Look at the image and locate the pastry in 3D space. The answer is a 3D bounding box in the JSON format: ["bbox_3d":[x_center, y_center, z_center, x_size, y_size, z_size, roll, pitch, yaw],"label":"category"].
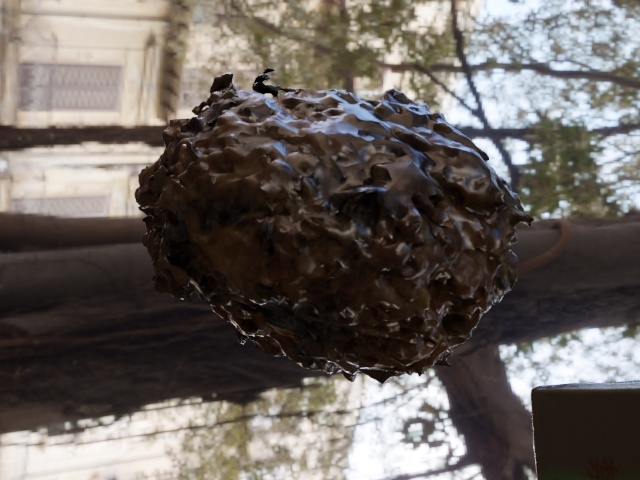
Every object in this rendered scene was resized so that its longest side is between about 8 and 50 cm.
[{"bbox_3d":[0.000,0.000,0.662,0.275,0.274,0.193,-129,-141,-49],"label":"pastry"}]

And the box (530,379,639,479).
[{"bbox_3d":[0.196,0.137,0.291,0.310,0.084,0.198,-16,-107,61],"label":"box"}]
